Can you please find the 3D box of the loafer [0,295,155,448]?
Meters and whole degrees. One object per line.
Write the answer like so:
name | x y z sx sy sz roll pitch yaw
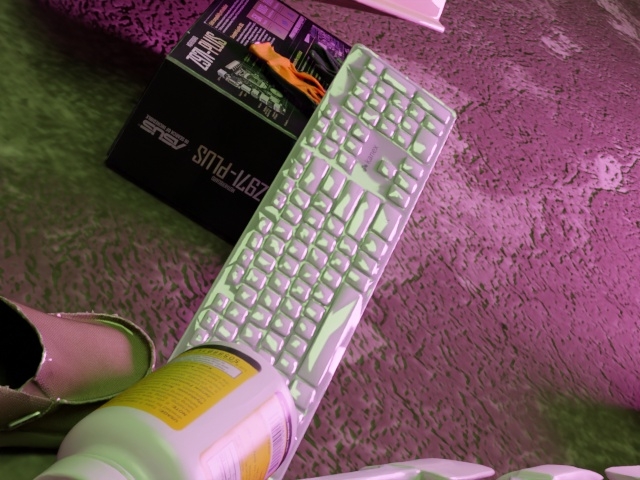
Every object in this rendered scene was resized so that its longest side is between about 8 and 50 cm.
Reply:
loafer | -0.116 0.051 0.474 0.056 0.050 0.148 48 30 22

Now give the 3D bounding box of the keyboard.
keyboard | 0.000 0.000 0.609 0.072 0.014 0.256 31 55 -4

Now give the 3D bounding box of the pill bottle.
pill bottle | -0.061 0.086 0.465 0.065 0.065 0.116 41 27 10

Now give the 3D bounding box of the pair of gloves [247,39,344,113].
pair of gloves | 0.003 -0.093 0.706 0.074 0.010 0.083 47 28 22

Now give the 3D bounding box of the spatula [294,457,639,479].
spatula | 0.072 0.100 0.481 0.168 0.019 0.242 2 -5 29

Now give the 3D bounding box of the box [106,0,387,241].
box | -0.027 -0.072 0.737 0.147 0.077 0.180 32 27 -8

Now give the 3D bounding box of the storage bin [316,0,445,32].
storage bin | -0.067 -0.249 0.813 0.260 0.123 0.262 12 9 -38
